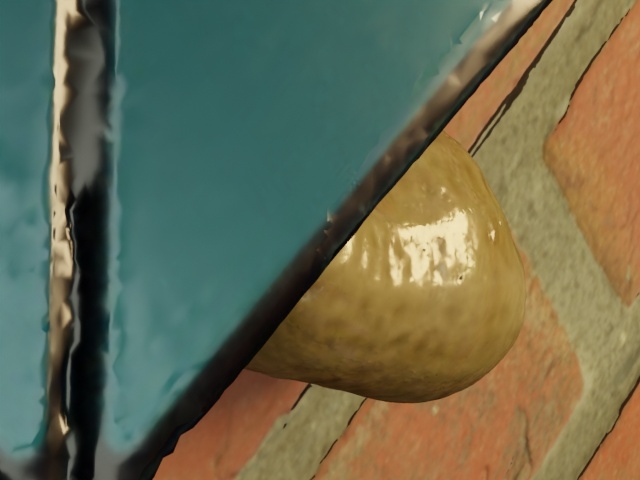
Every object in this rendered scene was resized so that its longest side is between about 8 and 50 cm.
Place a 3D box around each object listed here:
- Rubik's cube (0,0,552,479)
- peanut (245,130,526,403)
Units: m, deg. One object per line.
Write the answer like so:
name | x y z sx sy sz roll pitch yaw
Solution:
Rubik's cube | -0.121 -0.092 0.528 0.248 0.250 0.246 -49 117 -20
peanut | 0.000 0.000 0.861 0.253 0.122 0.137 14 87 -47
